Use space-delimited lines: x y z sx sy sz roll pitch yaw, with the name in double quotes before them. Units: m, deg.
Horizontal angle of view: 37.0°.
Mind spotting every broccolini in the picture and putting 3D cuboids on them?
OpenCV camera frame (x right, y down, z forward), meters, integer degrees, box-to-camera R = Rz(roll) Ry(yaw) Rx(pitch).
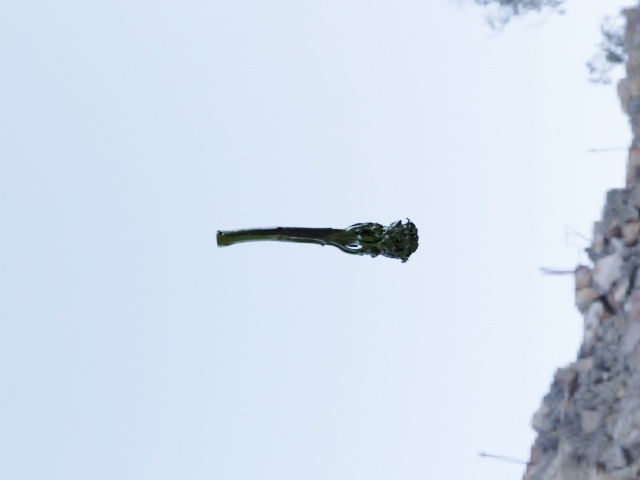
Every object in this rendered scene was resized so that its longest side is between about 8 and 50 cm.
"broccolini" 0.000 0.000 1.088 0.051 0.239 0.054 -115 28 -60
